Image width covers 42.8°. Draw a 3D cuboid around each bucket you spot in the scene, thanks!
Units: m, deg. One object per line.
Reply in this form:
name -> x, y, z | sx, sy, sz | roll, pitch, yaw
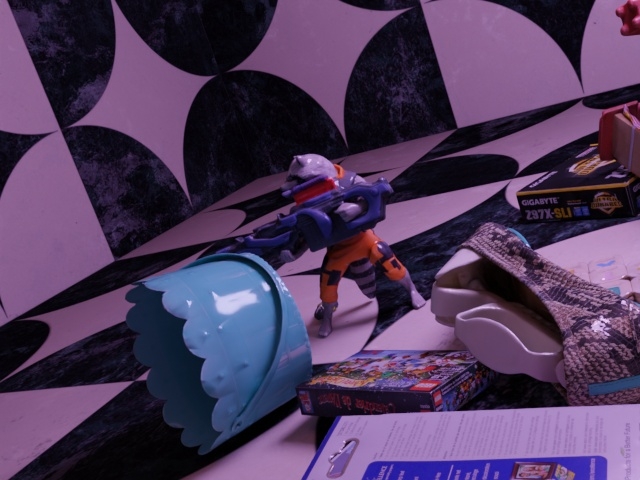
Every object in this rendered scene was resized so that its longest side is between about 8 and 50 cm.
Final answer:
bucket -> -0.153, 0.157, 1.228 | 0.183, 0.281, 0.281 | -22, 13, -30

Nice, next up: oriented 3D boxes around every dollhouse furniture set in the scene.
dollhouse furniture set -> 0.618, -0.277, 1.446 | 0.152, 0.374, 0.201 | -13, 33, -7

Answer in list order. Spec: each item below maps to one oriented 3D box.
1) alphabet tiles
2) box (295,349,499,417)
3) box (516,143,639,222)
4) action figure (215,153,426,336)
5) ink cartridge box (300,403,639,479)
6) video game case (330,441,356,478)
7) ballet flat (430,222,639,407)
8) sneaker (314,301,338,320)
alphabet tiles -> 0.395, 0.083, 1.273 | 0.284, 0.021, 0.278 | -14, 14, 20
box -> 0.103, 0.196, 1.122 | 0.233, 0.044, 0.159 | -7, 8, 42
box -> 0.613, -0.135, 1.727 | 0.322, 0.079, 0.257 | -29, 18, -37
action figure -> 0.000, 0.000, 1.475 | 0.342, 0.330, 0.178 | -14, 16, 19
ink cartridge box -> 0.167, 0.235, 0.809 | 0.371, 0.069, 0.176 | -5, 19, 22
video game case -> 0.082, 0.270, 0.947 | 0.184, 0.023, 0.201 | -6, 18, 44
ballet flat -> 0.252, 0.087, 1.086 | 0.182, 0.163, 0.483 | -13, 18, -11
sneaker -> 0.006, 0.137, 1.590 | 0.035, 0.031, 0.083 | -27, 3, 31
